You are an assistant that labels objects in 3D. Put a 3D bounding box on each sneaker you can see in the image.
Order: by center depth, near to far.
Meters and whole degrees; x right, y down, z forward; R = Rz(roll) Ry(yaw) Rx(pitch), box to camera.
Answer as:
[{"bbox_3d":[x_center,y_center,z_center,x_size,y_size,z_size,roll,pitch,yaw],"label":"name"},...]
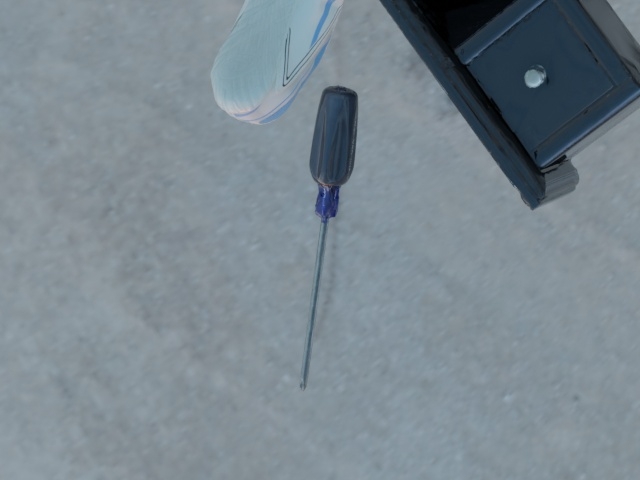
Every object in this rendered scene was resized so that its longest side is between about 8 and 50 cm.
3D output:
[{"bbox_3d":[-0.015,-0.209,1.505,0.085,0.086,0.237,33,99,20],"label":"sneaker"}]

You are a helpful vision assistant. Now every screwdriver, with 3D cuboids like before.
[{"bbox_3d":[0.000,0.000,0.927,0.024,0.025,0.170,3,113,-13],"label":"screwdriver"}]

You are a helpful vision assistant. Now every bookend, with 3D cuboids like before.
[{"bbox_3d":[0.127,-0.125,0.862,0.156,0.072,0.157,-37,83,23],"label":"bookend"}]
